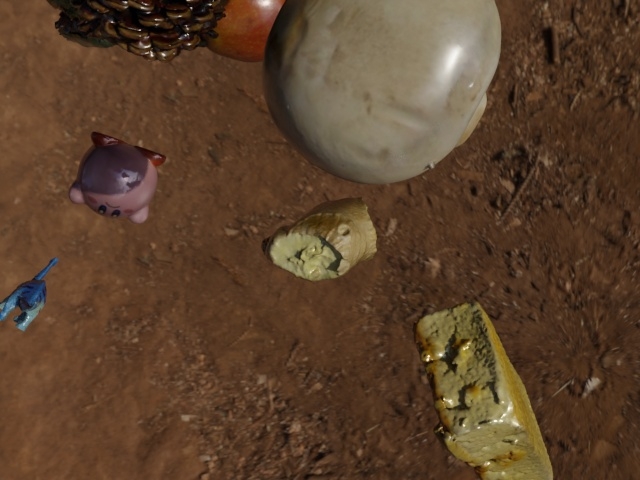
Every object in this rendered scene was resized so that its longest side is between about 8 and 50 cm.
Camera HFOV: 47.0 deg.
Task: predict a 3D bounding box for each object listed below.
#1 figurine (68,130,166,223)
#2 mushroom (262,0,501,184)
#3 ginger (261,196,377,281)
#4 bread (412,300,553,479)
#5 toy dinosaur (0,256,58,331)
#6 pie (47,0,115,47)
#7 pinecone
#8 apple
[{"bbox_3d":[-0.435,-0.130,1.571,0.173,0.173,0.173,-3,80,19],"label":"figurine"},{"bbox_3d":[0.086,-0.203,0.914,0.293,0.290,0.292,-5,79,25],"label":"mushroom"},{"bbox_3d":[0.000,0.000,1.359,0.221,0.276,0.130,-17,94,-11],"label":"ginger"},{"bbox_3d":[0.223,0.227,1.001,0.114,0.274,0.184,-22,49,16],"label":"bread"},{"bbox_3d":[-0.632,0.131,1.583,0.076,0.329,0.144,43,92,-17],"label":"toy dinosaur"},{"bbox_3d":[-0.313,-0.517,1.367,0.418,0.180,0.395,4,48,32],"label":"pie"},{"bbox_3d":[-0.234,-0.355,1.023,0.222,0.221,0.221,-3,80,19],"label":"pinecone"},{"bbox_3d":[-0.170,-0.482,1.553,0.230,0.230,0.229,-3,80,19],"label":"apple"}]
